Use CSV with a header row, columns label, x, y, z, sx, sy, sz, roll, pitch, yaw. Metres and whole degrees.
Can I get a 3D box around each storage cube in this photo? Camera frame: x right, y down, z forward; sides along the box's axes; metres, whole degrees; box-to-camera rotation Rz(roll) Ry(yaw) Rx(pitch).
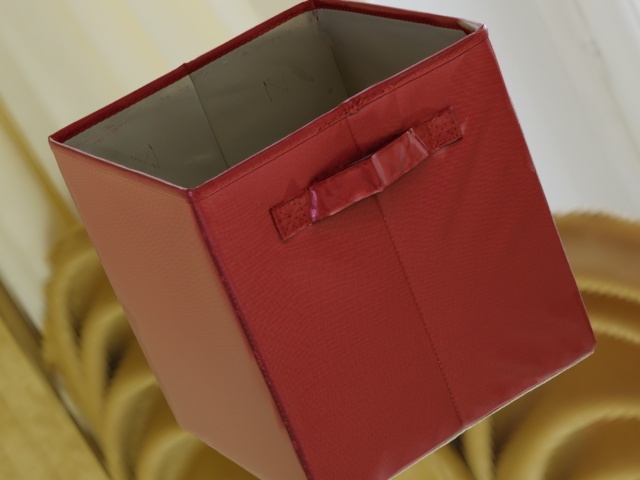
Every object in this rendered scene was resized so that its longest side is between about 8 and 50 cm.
label,x,y,z,sx,sy,sz,roll,pitch,yaw
storage cube,0.000,0.000,1.001,0.183,0.193,0.215,-31,-157,-21
